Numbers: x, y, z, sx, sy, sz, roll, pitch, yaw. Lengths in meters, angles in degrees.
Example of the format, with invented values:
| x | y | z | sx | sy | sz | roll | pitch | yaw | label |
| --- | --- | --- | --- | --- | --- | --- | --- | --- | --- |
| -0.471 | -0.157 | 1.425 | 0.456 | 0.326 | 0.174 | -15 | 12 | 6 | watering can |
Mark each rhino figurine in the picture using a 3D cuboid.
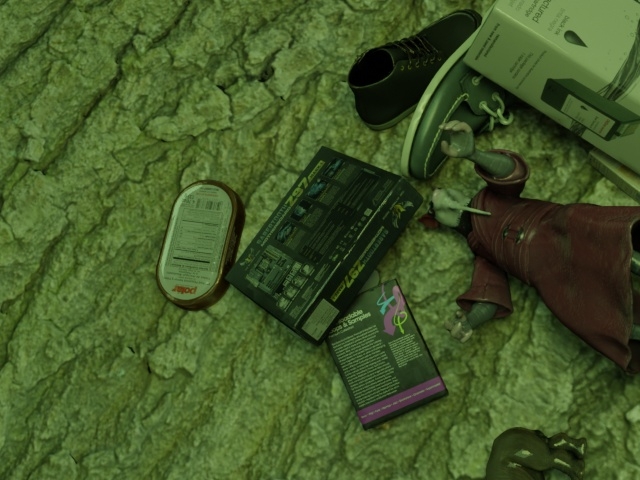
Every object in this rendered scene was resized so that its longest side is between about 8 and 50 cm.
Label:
| x | y | z | sx | sy | sz | roll | pitch | yaw | label |
| --- | --- | --- | --- | --- | --- | --- | --- | --- | --- |
| 0.227 | 0.331 | 0.962 | 0.106 | 0.073 | 0.243 | 14 | 78 | 14 | rhino figurine |

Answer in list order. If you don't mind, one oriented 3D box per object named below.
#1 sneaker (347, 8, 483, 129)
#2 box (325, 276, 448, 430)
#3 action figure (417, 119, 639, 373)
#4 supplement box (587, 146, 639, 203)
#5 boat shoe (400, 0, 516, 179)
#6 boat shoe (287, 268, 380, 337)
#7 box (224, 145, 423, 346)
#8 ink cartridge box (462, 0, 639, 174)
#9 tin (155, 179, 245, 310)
| x | y | z | sx | sy | sz | roll | pitch | yaw | label |
| --- | --- | --- | --- | --- | --- | --- | --- | --- | --- |
| 0.136 | -0.250 | 1.143 | 0.222 | 0.118 | 0.083 | -43 | 68 | -1 | sneaker |
| 0.077 | 0.142 | 1.064 | 0.116 | 0.029 | 0.162 | -24 | 84 | 6 | box |
| 0.270 | -0.008 | 0.998 | 0.370 | 0.276 | 0.248 | 32 | 121 | 47 | action figure |
| 0.399 | -0.097 | 1.070 | 0.062 | 0.036 | 0.098 | -44 | 69 | -3 | supplement box |
| 0.220 | -0.202 | 1.110 | 0.099 | 0.116 | 0.319 | 31 | 76 | 22 | boat shoe |
| 0.019 | 0.080 | 1.112 | 0.142 | 0.040 | 0.049 | -35 | 92 | 6 | boat shoe |
| 0.000 | 0.000 | 1.091 | 0.232 | 0.059 | 0.183 | -54 | 39 | -7 | box |
| 0.356 | -0.239 | 1.017 | 0.289 | 0.121 | 0.211 | 33 | 68 | 3 | ink cartridge box |
| -0.171 | 0.004 | 1.190 | 0.106 | 0.040 | 0.189 | 6 | 75 | 21 | tin |
